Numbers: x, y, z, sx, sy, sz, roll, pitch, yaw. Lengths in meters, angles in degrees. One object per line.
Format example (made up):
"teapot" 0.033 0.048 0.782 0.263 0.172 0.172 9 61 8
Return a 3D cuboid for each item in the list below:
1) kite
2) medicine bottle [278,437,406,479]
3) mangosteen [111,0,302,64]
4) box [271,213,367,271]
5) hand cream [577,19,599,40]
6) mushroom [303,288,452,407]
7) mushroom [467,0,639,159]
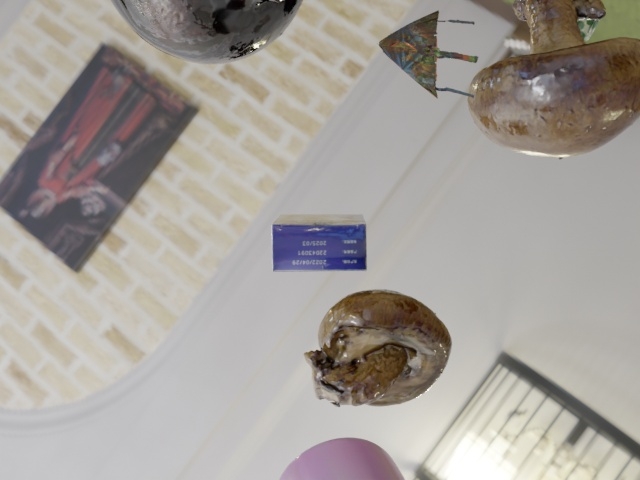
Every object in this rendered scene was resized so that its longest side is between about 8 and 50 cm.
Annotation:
"kite" 0.165 -0.290 1.310 0.160 0.183 0.010 8 149 -3
"medicine bottle" 0.059 0.382 0.993 0.178 0.178 0.291 38 -173 -27
"mangosteen" -0.132 -0.362 1.069 0.313 0.297 0.297 43 -177 41
"box" 0.000 0.000 1.882 0.200 0.106 0.299 0 -175 1
"hand cream" 0.520 -0.565 1.926 0.276 0.059 0.095 44 144 21
"mushroom" 0.100 0.212 1.649 0.195 0.283 0.263 43 143 41
"mushroom" 0.453 -0.327 1.552 0.331 0.356 0.334 15 -170 24
